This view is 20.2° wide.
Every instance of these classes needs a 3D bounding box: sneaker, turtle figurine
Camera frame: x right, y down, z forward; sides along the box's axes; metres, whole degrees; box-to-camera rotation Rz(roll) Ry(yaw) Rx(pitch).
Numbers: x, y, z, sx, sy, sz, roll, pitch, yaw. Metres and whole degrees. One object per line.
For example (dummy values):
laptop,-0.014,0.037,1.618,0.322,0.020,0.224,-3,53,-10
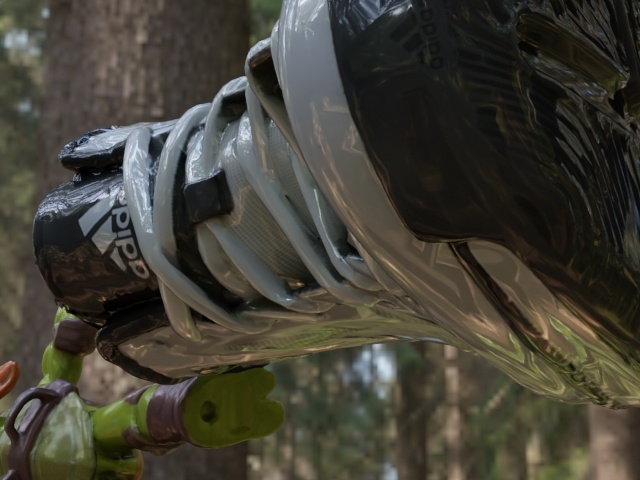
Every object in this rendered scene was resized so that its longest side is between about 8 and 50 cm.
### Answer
sneaker,0.000,0.001,0.618,0.257,0.169,0.447,-14,-7,13
turtle figurine,-0.112,0.095,0.885,0.087,0.269,0.217,20,-14,-39
